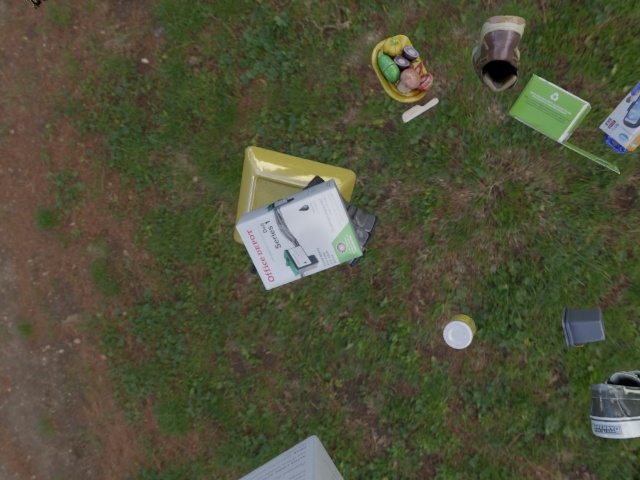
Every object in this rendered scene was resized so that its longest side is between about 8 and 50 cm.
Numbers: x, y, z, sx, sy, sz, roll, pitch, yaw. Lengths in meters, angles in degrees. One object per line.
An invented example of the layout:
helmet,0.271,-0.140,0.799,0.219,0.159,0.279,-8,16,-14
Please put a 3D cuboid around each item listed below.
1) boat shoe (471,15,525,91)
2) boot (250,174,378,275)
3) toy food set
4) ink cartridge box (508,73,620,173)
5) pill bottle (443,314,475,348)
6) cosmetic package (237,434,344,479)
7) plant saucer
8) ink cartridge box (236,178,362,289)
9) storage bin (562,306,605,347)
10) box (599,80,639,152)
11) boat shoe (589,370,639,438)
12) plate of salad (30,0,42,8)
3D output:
boat shoe,0.450,-0.441,1.162,0.123,0.342,0.123,6,91,14
boot,0.000,0.000,1.117,0.223,0.338,0.118,36,151,3
toy food set,0.216,-0.418,1.116,0.128,0.071,0.218,-26,85,-14
ink cartridge box,0.572,-0.260,1.013,0.255,0.189,0.097,37,118,19
pill bottle,0.332,0.211,1.075,0.065,0.116,0.065,1,94,23
cosmetic package,-0.030,0.359,0.510,0.151,0.183,0.151,-32,97,3
plant saucer,-0.092,-0.081,1.359,0.333,0.081,0.332,14,119,0
ink cartridge box,-0.043,-0.012,0.952,0.219,0.092,0.160,-22,107,7
storage bin,0.722,0.238,1.240,0.091,0.135,0.098,-13,94,33
box,0.594,-0.234,0.852,0.028,0.081,0.136,14,127,-24
boat shoe,0.425,0.211,0.607,0.078,0.219,0.070,-18,69,45
plate of salad,-0.505,-0.398,0.672,0.200,0.200,0.048,27,104,16
